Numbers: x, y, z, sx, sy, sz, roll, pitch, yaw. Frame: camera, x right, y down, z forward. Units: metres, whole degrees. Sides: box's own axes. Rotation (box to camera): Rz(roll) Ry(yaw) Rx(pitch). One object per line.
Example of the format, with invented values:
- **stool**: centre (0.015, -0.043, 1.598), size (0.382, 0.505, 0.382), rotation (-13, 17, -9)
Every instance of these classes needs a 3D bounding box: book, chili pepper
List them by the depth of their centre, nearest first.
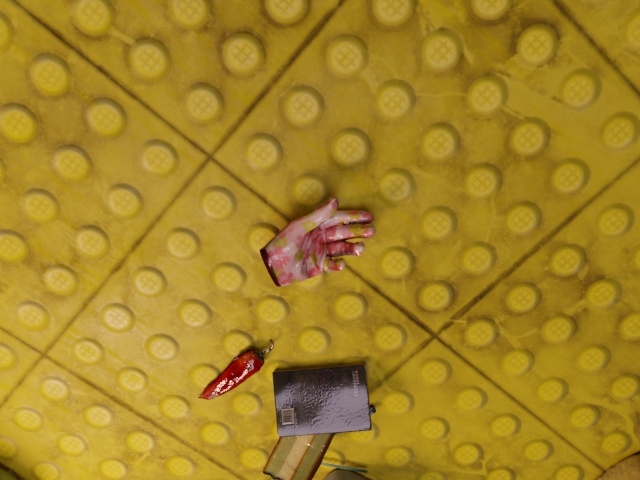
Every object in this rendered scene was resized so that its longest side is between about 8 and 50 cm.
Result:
- **book**: centre (0.004, 0.384, 1.530), size (0.228, 0.024, 0.160), rotation (-5, 85, 3)
- **chili pepper**: centre (-0.203, 0.321, 1.530), size (0.268, 0.051, 0.059), rotation (-38, 126, 18)

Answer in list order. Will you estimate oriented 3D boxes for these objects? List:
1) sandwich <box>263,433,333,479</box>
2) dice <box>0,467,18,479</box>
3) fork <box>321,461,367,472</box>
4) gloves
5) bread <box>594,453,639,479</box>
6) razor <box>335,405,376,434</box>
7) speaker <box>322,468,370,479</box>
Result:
- **sandwich**: centre (-0.038, 0.480, 1.538), size (0.117, 0.144, 0.188), rotation (26, 115, 11)
- **dice**: centre (-0.923, 0.728, 1.619), size (0.249, 0.254, 0.252), rotation (-40, 108, 17)
- **fork**: centre (0.009, 0.585, 1.675), size (0.234, 0.021, 0.039), rotation (11, 120, -7)
- **gloves**: centre (-0.002, 0.001, 1.338), size (0.241, 0.126, 0.145), rotation (-26, 94, -12)
- **bread**: centre (0.825, 0.717, 1.540), size (0.165, 0.375, 0.236), rotation (36, 114, -18)
- **razor**: centre (0.057, 0.469, 1.610), size (0.190, 0.033, 0.066), rotation (-31, 113, 14)
- **speaker**: centre (0.165, 0.792, 1.684), size (0.406, 0.184, 0.183), rotation (29, 112, -13)
